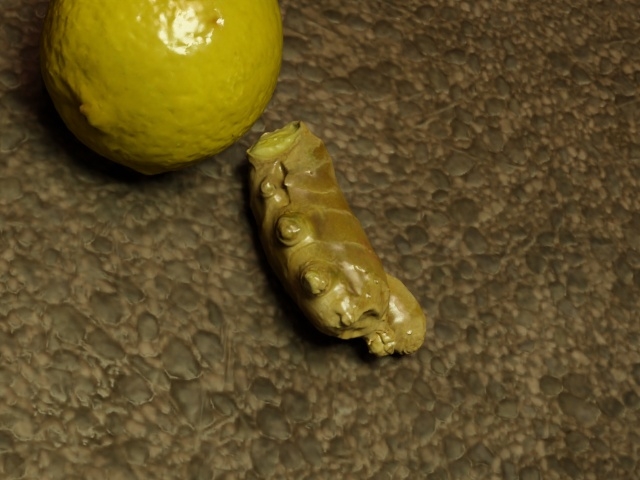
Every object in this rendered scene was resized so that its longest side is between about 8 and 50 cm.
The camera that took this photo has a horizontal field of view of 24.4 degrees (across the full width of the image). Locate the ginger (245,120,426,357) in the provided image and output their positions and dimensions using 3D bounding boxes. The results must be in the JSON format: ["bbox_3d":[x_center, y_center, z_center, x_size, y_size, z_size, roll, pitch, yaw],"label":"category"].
[{"bbox_3d":[-0.002,0.008,1.110,0.115,0.081,0.205,-29,78,-43],"label":"ginger"}]

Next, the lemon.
[{"bbox_3d":[-0.112,-0.147,1.088,0.178,0.178,0.203,37,52,-3],"label":"lemon"}]
